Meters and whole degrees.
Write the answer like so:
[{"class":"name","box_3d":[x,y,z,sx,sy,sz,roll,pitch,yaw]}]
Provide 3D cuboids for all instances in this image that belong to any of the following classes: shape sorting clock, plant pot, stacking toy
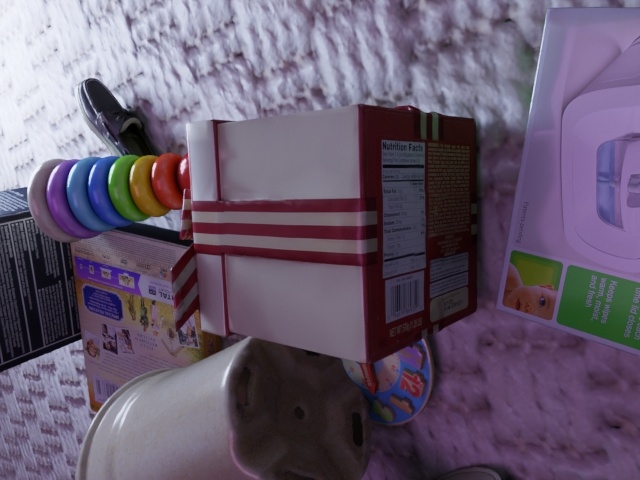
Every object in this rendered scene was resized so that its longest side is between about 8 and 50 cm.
[{"class":"shape sorting clock","box_3d":[0.063,0.154,0.749,0.206,0.040,0.206,13,112,36]},{"class":"plant pot","box_3d":[-0.109,0.278,0.752,0.305,0.334,0.333,-40,78,36]},{"class":"stacking toy","box_3d":[-0.284,-0.082,0.872,0.331,0.141,0.141,-7,100,16]}]

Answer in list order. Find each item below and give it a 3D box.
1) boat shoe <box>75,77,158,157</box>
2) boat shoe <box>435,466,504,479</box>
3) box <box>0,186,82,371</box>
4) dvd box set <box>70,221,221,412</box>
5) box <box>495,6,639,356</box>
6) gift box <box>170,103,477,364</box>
[{"class":"boat shoe","box_3d":[-0.340,-0.191,0.956,0.074,0.080,0.223,-28,91,35]},{"class":"boat shoe","box_3d":[0.168,0.371,0.720,0.079,0.084,0.233,33,123,-9]},{"class":"box","box_3d":[-0.564,0.058,1.073,0.183,0.294,0.295,18,115,36]},{"class":"dvd box set","box_3d":[-0.322,0.174,1.029,0.308,0.062,0.419,11,111,25]},{"class":"box","box_3d":[0.292,-0.042,0.439,0.231,0.127,0.261,19,115,37]},{"class":"gift box","box_3d":[0.000,0.000,0.595,0.258,0.255,0.276,5,95,40]}]
